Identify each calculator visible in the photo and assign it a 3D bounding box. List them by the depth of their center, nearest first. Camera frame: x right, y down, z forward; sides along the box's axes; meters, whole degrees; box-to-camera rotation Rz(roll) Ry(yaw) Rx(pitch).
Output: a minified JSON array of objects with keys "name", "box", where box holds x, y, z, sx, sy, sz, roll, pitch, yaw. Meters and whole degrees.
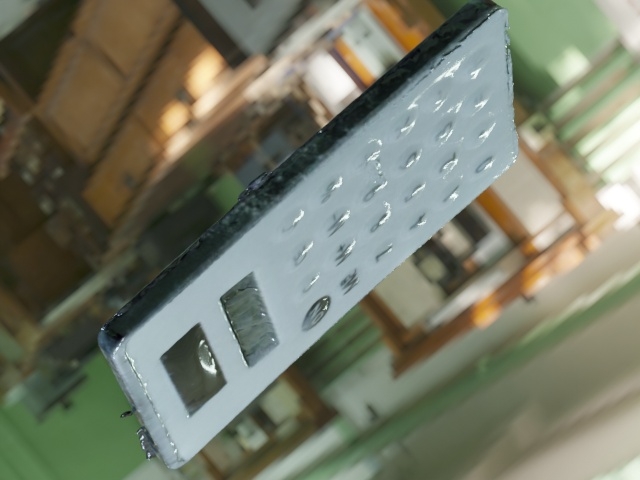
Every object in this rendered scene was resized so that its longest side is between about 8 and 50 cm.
[{"name":"calculator","box":[0.000,0.000,0.899,0.262,0.021,0.161,-43,155,-14]}]
